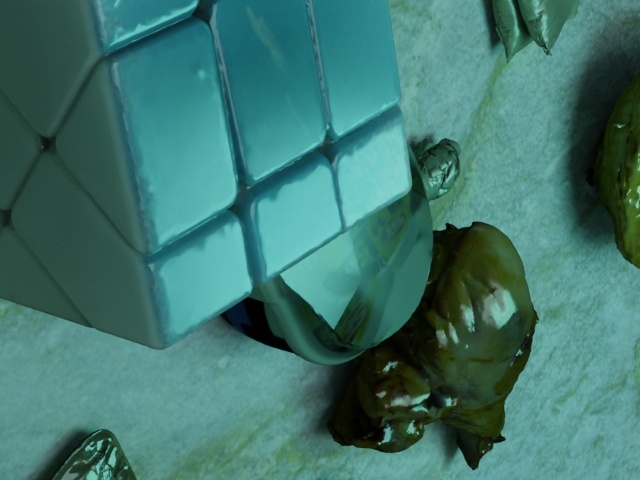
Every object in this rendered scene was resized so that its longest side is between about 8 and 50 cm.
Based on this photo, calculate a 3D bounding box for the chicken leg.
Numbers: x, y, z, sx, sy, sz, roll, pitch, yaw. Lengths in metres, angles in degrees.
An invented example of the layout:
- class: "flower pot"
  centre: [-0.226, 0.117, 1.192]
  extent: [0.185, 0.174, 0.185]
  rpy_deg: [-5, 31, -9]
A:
- class: "chicken leg"
  centre: [0.133, 0.169, 1.743]
  extent: [0.295, 0.182, 0.409]
  rpy_deg: [-42, 146, -19]

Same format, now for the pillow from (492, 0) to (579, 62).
- class: "pillow"
  centre: [0.259, -0.329, 1.795]
  extent: [0.134, 0.078, 0.181]
  rpy_deg: [-44, 127, -37]

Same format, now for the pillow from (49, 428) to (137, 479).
- class: "pillow"
  centre: [-0.254, 0.283, 1.386]
  extent: [0.217, 0.033, 0.130]
  rpy_deg: [-43, 130, -34]

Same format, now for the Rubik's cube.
- class: "Rubik's cube"
  centre: [-0.152, -0.143, 1.176]
  extent: [0.316, 0.319, 0.322]
  rpy_deg: [-32, 123, -42]

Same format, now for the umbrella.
- class: "umbrella"
  centre: [0.118, -0.071, 1.716]
  extent: [0.067, 0.062, 0.143]
  rpy_deg: [49, 59, -9]

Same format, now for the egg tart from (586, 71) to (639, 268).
- class: "egg tart"
  centre: [0.482, -0.131, 2.045]
  extent: [0.339, 0.153, 0.351]
  rpy_deg: [11, 92, -49]

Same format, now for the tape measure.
- class: "tape measure"
  centre: [0.000, -0.001, 1.532]
  extent: [0.259, 0.138, 0.262]
  rpy_deg: [-52, 134, -25]
